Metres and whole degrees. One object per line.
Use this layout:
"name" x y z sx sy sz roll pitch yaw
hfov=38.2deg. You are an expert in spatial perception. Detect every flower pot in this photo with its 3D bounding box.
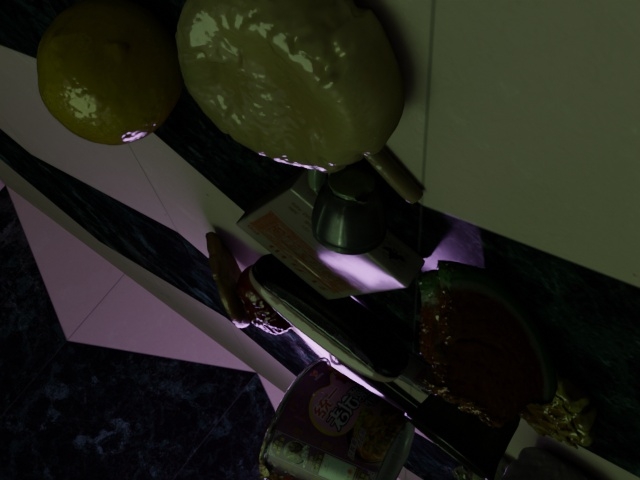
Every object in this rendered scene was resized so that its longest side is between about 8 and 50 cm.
"flower pot" 0.212 0.258 1.328 0.157 0.107 0.157 37 172 6

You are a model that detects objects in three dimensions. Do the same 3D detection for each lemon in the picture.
"lemon" -0.258 -0.204 1.132 0.178 0.178 0.203 41 163 -9

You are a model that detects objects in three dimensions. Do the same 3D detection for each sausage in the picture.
"sausage" 0.064 -0.089 1.003 0.132 0.024 0.024 44 164 -24

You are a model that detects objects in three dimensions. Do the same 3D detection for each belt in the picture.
"belt" 0.145 0.223 1.665 0.232 0.053 0.071 31 164 25

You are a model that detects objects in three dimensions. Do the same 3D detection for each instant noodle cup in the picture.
"instant noodle cup" 0.051 0.477 2.151 0.266 0.340 0.340 24 160 21

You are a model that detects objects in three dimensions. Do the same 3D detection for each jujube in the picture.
"jujube" -0.105 0.116 1.831 0.112 0.109 0.176 -3 147 15

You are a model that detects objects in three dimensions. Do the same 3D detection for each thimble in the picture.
"thimble" 0.368 0.467 1.565 0.157 0.217 0.245 36 -179 25

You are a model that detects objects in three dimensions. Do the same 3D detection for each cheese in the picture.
"cheese" -0.024 -0.157 0.849 0.214 0.117 0.226 30 159 10

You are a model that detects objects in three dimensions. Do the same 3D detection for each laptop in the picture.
"laptop" 0.176 0.348 2.024 0.197 0.016 0.135 39 166 0

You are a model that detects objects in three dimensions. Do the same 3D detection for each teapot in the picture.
"teapot" 0.022 -0.049 1.100 0.124 0.092 0.091 24 137 20

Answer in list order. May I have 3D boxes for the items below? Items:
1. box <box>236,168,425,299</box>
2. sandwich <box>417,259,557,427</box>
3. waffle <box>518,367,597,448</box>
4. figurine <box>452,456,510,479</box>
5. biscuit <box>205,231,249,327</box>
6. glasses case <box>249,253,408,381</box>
"box" -0.001 0.001 1.357 0.204 0.051 0.365 39 165 -9
"sandwich" 0.194 0.134 1.118 0.235 0.159 0.079 33 162 -31
"waffle" 0.269 0.195 1.300 0.291 0.051 0.291 37 166 11
"figurine" 0.332 0.476 1.885 0.147 0.093 0.197 54 166 5
"biscuit" -0.184 0.086 1.909 0.260 0.041 0.203 60 -172 -68
"glasses case" 0.015 0.129 1.576 0.314 0.075 0.122 36 -156 7
